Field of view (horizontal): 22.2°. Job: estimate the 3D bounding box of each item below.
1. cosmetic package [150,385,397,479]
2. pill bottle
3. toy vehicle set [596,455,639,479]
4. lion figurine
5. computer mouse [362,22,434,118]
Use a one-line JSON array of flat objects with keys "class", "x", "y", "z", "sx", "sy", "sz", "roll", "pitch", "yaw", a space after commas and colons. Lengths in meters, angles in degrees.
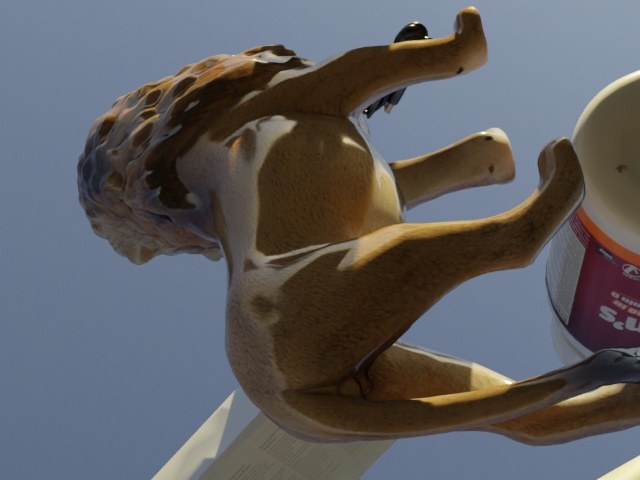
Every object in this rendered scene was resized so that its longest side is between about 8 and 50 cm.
[{"class": "cosmetic package", "x": -0.037, "y": 0.158, "z": 1.171, "sx": 0.099, "sy": 0.239, "sz": 0.060, "roll": 36, "pitch": -164, "yaw": -26}, {"class": "pill bottle", "x": 0.194, "y": 0.006, "z": 0.951, "sx": 0.121, "sy": 0.221, "sz": 0.121, "roll": -1, "pitch": -119, "yaw": 2}, {"class": "toy vehicle set", "x": 0.310, "y": 0.205, "z": 1.248, "sx": 0.267, "sy": 0.166, "sz": 0.035, "roll": -25, "pitch": -143, "yaw": -22}, {"class": "lion figurine", "x": 0.000, "y": 0.000, "z": 0.823, "sx": 0.240, "sy": 0.392, "sz": 0.142, "roll": -16, "pitch": -64, "yaw": -3}, {"class": "computer mouse", "x": -0.002, "y": -0.113, "z": 1.302, "sx": 0.193, "sy": 0.106, "sz": 0.042, "roll": -24, "pitch": -106, "yaw": -33}]
